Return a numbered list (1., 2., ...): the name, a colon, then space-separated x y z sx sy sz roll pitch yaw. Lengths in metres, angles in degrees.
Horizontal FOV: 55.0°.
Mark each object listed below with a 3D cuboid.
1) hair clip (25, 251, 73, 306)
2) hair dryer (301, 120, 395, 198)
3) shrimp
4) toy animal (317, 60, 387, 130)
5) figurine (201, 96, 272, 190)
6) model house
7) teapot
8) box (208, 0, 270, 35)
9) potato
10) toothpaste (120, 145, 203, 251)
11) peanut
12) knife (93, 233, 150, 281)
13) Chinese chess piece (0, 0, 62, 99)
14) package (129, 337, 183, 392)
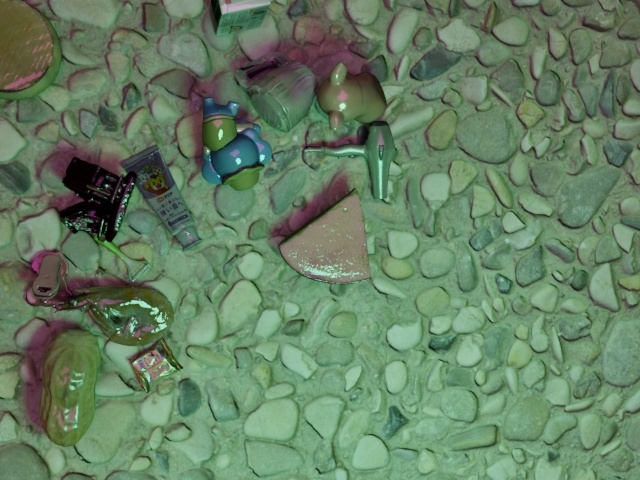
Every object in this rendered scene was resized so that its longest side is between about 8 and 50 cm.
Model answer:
1. hair clip: -0.728 0.110 1.657 0.123 0.102 0.138 3 59 -15
2. hair dryer: 0.106 -0.213 1.826 0.266 0.092 0.229 -20 103 2
3. shrimp: -0.558 0.206 1.671 0.317 0.077 0.168 4 91 -22
4. toy animal: 0.091 -0.395 1.710 0.250 0.153 0.167 -18 96 -52
5. figurine: -0.237 -0.266 1.690 0.179 0.153 0.262 -19 112 -36
6. model house: -0.600 -0.109 1.617 0.164 0.141 0.203 20 84 -33
7. teapot: -0.109 -0.423 1.735 0.178 0.221 0.163 -44 140 -18
8. box: -0.221 -0.626 1.654 0.135 0.199 0.081 -17 93 -14
9. potato: 0.000 0.000 1.781 0.255 0.112 0.270 -9 91 -9
10. toothpaste: -0.428 -0.113 1.701 0.114 0.073 0.299 -31 91 -10
11. peanut: -0.665 0.390 1.626 0.152 0.152 0.313 8 93 -13
12. knife: -0.557 0.040 1.695 0.166 0.022 0.078 43 76 -12
13. Chinese chess piece: -0.801 -0.491 1.575 0.257 0.104 0.258 -1 93 -13
14. package: -0.464 0.351 1.727 0.120 0.031 0.108 -32 100 -15
